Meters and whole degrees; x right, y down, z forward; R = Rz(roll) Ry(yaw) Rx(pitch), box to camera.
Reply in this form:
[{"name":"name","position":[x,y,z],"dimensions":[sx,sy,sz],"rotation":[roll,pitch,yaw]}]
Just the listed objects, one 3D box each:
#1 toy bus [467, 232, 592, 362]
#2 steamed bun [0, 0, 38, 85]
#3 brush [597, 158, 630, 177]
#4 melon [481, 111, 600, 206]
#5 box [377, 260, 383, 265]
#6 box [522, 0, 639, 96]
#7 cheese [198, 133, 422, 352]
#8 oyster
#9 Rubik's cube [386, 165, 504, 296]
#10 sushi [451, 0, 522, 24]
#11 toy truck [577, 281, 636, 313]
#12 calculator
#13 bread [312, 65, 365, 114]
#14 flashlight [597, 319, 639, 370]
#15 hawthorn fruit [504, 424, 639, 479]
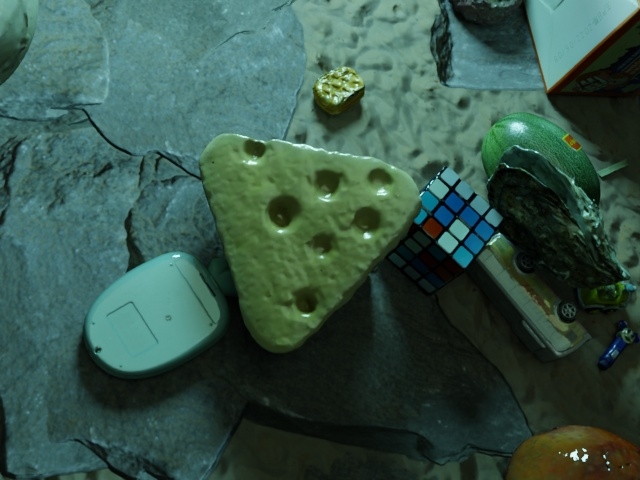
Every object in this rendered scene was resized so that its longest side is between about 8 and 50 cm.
[{"name":"toy bus","position":[0.395,0.113,1.792],"dimensions":[0.106,0.092,0.268],"rotation":[-38,85,-19]},{"name":"steamed bun","position":[-0.648,-0.376,1.518],"dimensions":[0.374,0.241,0.374],"rotation":[5,72,-15]},{"name":"brush","position":[0.635,-0.156,2.026],"dimensions":[0.083,0.013,0.016],"rotation":[-24,74,-19]},{"name":"melon","position":[0.442,-0.125,1.849],"dimensions":[0.182,0.182,0.288],"rotation":[-38,87,-28]},{"name":"box","position":[0.000,0.000,1.698],"dimensions":[0.135,0.081,0.199],"rotation":[-32,81,-27]},{"name":"box","position":[0.637,-0.522,1.981],"dimensions":[0.256,0.349,0.319],"rotation":[-4,70,-21]},{"name":"cheese","position":[-0.001,-0.030,1.590],"dimensions":[0.384,0.104,0.384],"rotation":[0,82,1]},{"name":"oyster","position":[0.444,-0.023,1.723],"dimensions":[0.351,0.162,0.158],"rotation":[41,81,-11]},{"name":"Rubik's cube","position":[0.217,-0.015,1.740],"dimensions":[0.154,0.155,0.151],"rotation":[44,60,0]},{"name":"sushi","position":[0.389,-0.571,2.051],"dimensions":[0.241,0.107,0.161],"rotation":[-33,87,-28]},{"name":"toy truck","position":[0.575,0.103,1.866],"dimensions":[0.111,0.077,0.076],"rotation":[2,69,-19]},{"name":"calculator","position":[-0.258,0.118,1.577],"dimensions":[0.295,0.042,0.184],"rotation":[-31,83,-27]},{"name":"bread","position":[0.036,-0.298,1.847],"dimensions":[0.110,0.044,0.083],"rotation":[-36,83,-25]},{"name":"flashlight","position":[0.589,0.210,1.851],"dimensions":[0.057,0.035,0.121],"rotation":[47,62,1]},{"name":"hawthorn fruit","position":[0.472,0.444,1.574],"dimensions":[0.276,0.307,0.276],"rotation":[10,71,-30]}]
